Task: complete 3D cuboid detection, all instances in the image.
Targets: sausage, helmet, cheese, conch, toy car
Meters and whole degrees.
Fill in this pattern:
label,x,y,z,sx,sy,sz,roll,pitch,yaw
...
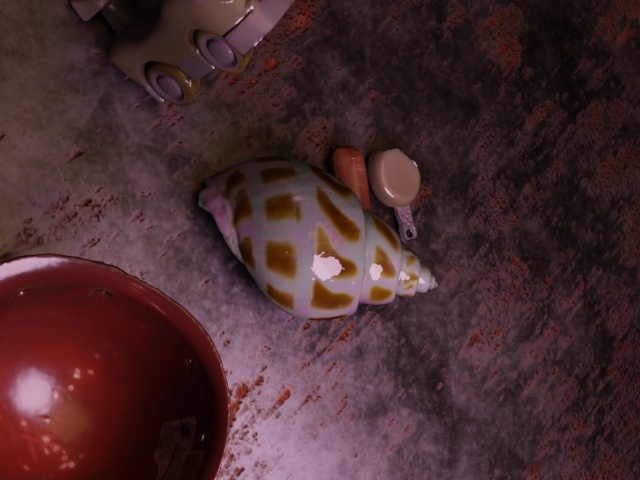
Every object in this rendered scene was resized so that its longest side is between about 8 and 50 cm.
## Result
label,x,y,z,sx,sy,sz,roll,pitch,yaw
sausage,0.051,-0.086,1.608,0.065,0.065,0.169,-2,83,-35
helmet,-0.324,0.213,1.193,0.385,0.230,0.337,39,62,-14
cheese,0.140,-0.086,1.675,0.092,0.048,0.171,-36,102,-31
conch,-0.001,0.000,1.479,0.368,0.197,0.249,32,47,-30
toy car,-0.169,-0.359,1.336,0.226,0.336,0.242,44,61,-19
